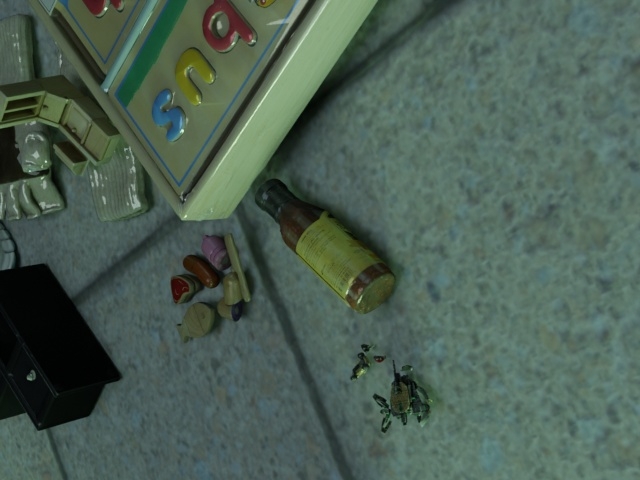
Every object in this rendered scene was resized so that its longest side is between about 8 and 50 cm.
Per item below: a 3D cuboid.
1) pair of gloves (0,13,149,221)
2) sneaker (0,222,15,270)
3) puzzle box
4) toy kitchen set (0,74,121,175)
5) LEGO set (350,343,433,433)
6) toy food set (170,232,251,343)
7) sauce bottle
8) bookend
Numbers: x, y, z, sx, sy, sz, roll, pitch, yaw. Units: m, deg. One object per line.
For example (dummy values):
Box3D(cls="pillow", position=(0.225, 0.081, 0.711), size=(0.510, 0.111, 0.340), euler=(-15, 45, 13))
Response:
Box3D(cls="pair of gloves", position=(-0.248, -0.117, 1.014), size=(0.240, 0.042, 0.204), euler=(1, 98, 43))
Box3D(cls="sneaker", position=(-0.383, -0.024, 1.138), size=(0.166, 0.076, 0.065), euler=(52, 128, 25))
Box3D(cls="puzzle box", position=(-0.056, -0.247, 0.774), size=(0.272, 0.052, 0.409), euler=(52, 124, 24))
Box3D(cls="toy kitchen set", position=(-0.231, -0.086, 0.932), size=(0.083, 0.075, 0.068), euler=(43, 126, 19))
Box3D(cls="LEGO set", position=(0.055, 0.105, 0.776), size=(0.054, 0.023, 0.083), euler=(-57, 46, 32))
Box3D(cls="toy food set", position=(-0.090, 0.036, 0.905), size=(0.122, 0.019, 0.078), euler=(-26, 78, 52))
Box3D(cls="sauce bottle", position=(0.000, 0.000, 0.792), size=(0.128, 0.042, 0.042), euler=(44, 125, 29))
Box3D(cls="bookend", position=(-0.289, 0.134, 1.077), size=(0.156, 0.072, 0.157), euler=(50, 128, 26))
